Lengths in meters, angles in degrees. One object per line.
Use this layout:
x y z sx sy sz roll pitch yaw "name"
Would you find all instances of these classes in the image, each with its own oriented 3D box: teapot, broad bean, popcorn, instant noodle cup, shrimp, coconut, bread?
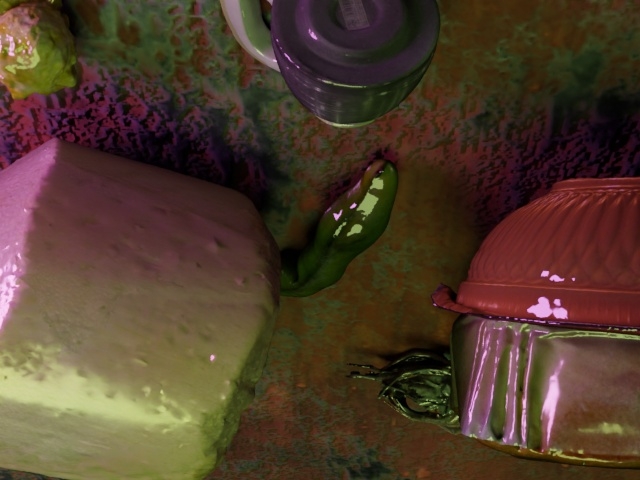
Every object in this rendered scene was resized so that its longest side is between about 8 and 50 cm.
0.008 -0.119 0.535 0.092 0.124 0.091 -31 162 -14 "teapot"
0.005 0.004 0.702 0.061 0.046 0.195 29 139 -27 "broad bean"
-0.184 -0.128 0.566 0.068 0.059 0.083 3 126 55 "popcorn"
0.212 0.009 0.588 0.273 0.091 0.274 3 179 0 "instant noodle cup"
0.115 0.137 0.831 0.190 0.075 0.073 15 175 8 "shrimp"
-0.168 0.049 0.642 0.244 0.239 0.239 18 141 -13 "coconut"
0.201 0.109 0.679 0.209 0.110 0.192 3 178 4 "bread"
